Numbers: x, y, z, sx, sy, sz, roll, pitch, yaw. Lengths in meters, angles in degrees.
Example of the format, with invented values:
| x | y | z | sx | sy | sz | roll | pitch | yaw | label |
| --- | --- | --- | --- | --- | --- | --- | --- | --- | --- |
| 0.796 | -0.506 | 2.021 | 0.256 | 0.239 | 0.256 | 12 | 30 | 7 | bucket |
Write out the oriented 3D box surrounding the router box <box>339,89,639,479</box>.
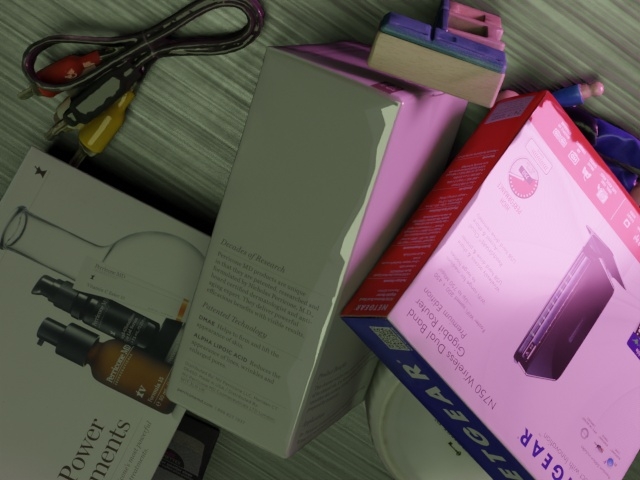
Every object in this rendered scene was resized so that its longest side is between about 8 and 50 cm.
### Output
| x | y | z | sx | sy | sz | roll | pitch | yaw | label |
| --- | --- | --- | --- | --- | --- | --- | --- | --- | --- |
| 0.224 | 0.074 | 1.226 | 0.335 | 0.301 | 0.082 | 47 | 155 | -22 | router box |

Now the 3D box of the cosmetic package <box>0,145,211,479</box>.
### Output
| x | y | z | sx | sy | sz | roll | pitch | yaw | label |
| --- | --- | --- | --- | --- | --- | --- | --- | --- | --- |
| -0.276 | 0.129 | 1.327 | 0.284 | 0.097 | 0.377 | 26 | 78 | -3 | cosmetic package |

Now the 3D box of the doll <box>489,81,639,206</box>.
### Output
| x | y | z | sx | sy | sz | roll | pitch | yaw | label |
| --- | --- | --- | --- | --- | --- | --- | --- | --- | --- |
| 0.268 | -0.110 | 1.284 | 0.189 | 0.046 | 0.129 | 26 | 123 | 3 | doll |

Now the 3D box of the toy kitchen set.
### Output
| x | y | z | sx | sy | sz | roll | pitch | yaw | label |
| --- | --- | --- | --- | --- | --- | --- | --- | --- | --- |
| 0.133 | -0.248 | 1.153 | 0.122 | 0.207 | 0.166 | 18 | 114 | -2 | toy kitchen set |

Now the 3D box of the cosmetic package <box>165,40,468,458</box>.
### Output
| x | y | z | sx | sy | sz | roll | pitch | yaw | label |
| --- | --- | --- | --- | --- | --- | --- | --- | --- | --- |
| 0.000 | 0.000 | 1.239 | 0.156 | 0.217 | 0.385 | 23 | 106 | 19 | cosmetic package |

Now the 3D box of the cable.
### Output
| x | y | z | sx | sy | sz | roll | pitch | yaw | label |
| --- | --- | --- | --- | --- | --- | --- | --- | --- | --- |
| -0.203 | -0.204 | 1.310 | 0.287 | 0.072 | 0.139 | -34 | 107 | 8 | cable |

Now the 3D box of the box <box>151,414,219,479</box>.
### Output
| x | y | z | sx | sy | sz | roll | pitch | yaw | label |
| --- | --- | --- | --- | --- | --- | --- | --- | --- | --- |
| -0.270 | 0.268 | 1.454 | 0.247 | 0.163 | 0.142 | 25 | 115 | -4 | box |

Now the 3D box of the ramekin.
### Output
| x | y | z | sx | sy | sz | roll | pitch | yaw | label |
| --- | --- | --- | --- | --- | --- | --- | --- | --- | --- |
| 0.176 | 0.185 | 1.380 | 0.272 | 0.127 | 0.273 | 3 | 113 | 6 | ramekin |
